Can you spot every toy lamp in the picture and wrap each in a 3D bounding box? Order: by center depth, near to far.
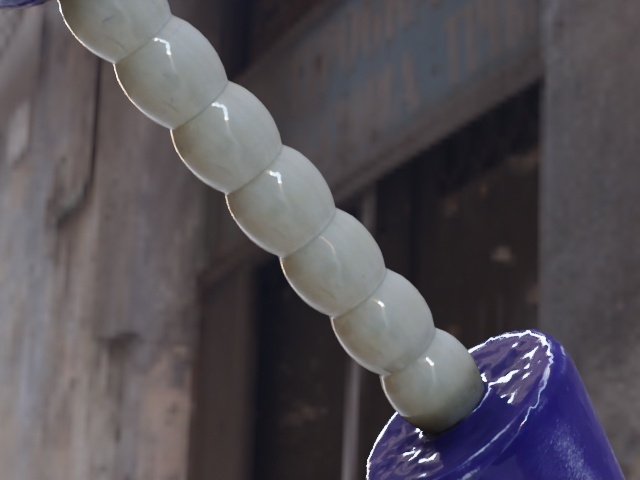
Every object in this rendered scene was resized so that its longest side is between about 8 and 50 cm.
[{"bbox_3d":[0.000,0.000,0.598,0.080,0.080,0.274,-17,-63,51],"label":"toy lamp"}]
